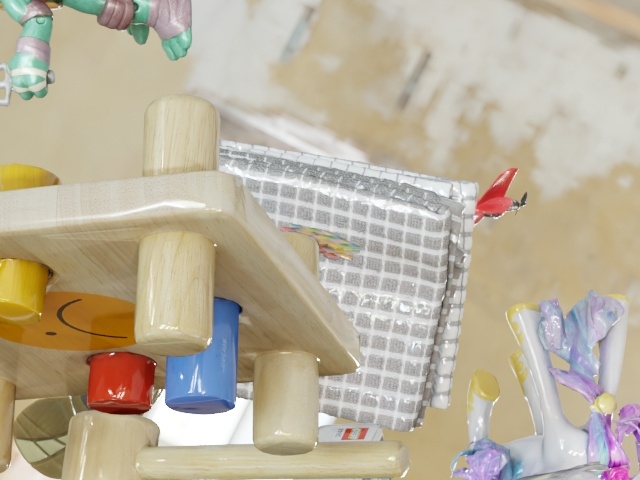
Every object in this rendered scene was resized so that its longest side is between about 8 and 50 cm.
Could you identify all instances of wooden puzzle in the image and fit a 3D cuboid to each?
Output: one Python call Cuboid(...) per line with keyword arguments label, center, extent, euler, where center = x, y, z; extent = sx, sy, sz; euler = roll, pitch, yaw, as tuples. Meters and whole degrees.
Cuboid(label="wooden puzzle", center=(0.000, 0.000, 1.527), extent=(0.049, 0.006, 0.083), euler=(0, -160, -45))

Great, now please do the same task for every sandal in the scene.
Cuboid(label="sandal", center=(-0.182, 0.139, 1.529), extent=(0.072, 0.180, 0.049), euler=(58, -150, 10))

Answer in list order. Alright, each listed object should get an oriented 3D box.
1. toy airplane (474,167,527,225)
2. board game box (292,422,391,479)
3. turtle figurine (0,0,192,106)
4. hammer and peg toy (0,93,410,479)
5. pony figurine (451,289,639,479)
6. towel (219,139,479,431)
Cuboid(label="toy airplane", center=(0.178, -0.039, 2.201), extent=(0.151, 0.028, 0.151), euler=(-12, 155, -6))
Cuboid(label="board game box", center=(0.000, 0.282, 1.262), extent=(0.053, 0.193, 0.305), euler=(-3, -157, 18))
Cuboid(label="turtle figurine", center=(-0.221, -0.175, 1.367), extent=(0.234, 0.118, 0.175), euler=(0, -146, -29))
Cuboid(label="hammer and peg toy", center=(-0.108, 0.049, 1.017), extent=(0.266, 0.127, 0.361), euler=(-6, 157, 15))
Cuboid(label="pony figurine", center=(0.280, 0.244, 2.048), extent=(0.303, 0.363, 0.351), euler=(12, 152, -23))
Cuboid(label="towel", center=(-0.007, 0.041, 1.729), extent=(0.284, 0.235, 0.121), euler=(11, -171, 13))
